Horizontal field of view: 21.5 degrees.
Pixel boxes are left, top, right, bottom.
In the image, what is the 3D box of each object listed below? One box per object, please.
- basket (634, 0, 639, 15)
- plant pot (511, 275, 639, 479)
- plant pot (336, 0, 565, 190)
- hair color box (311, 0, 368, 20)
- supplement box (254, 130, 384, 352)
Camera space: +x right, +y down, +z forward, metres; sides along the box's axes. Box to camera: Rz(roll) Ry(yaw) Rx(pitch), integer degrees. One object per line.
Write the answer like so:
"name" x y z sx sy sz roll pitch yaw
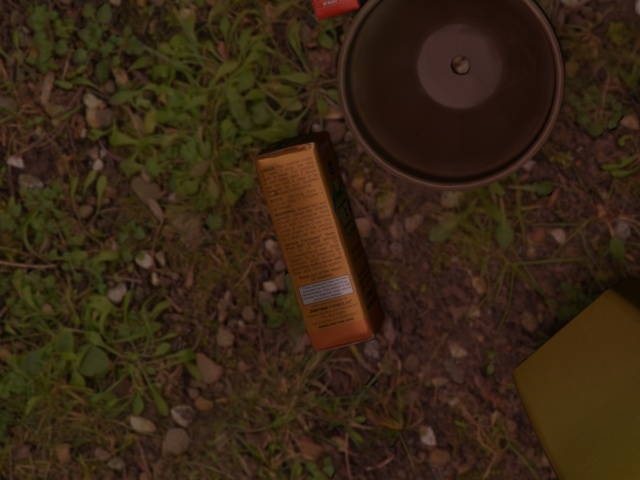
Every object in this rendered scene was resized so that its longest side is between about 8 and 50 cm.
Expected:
"basket" 0.483 -0.109 1.587 0.266 0.328 0.331 -21 81 14
"plant pot" 0.327 0.158 1.797 0.212 0.212 0.187 -43 81 19
"plant pot" 0.144 -0.178 1.788 0.237 0.110 0.237 3 105 12
"hair color box" 0.004 -0.325 1.788 0.053 0.093 0.167 -15 101 14
"supplement box" 0.000 0.000 1.883 0.080 0.078 0.233 -16 101 16
